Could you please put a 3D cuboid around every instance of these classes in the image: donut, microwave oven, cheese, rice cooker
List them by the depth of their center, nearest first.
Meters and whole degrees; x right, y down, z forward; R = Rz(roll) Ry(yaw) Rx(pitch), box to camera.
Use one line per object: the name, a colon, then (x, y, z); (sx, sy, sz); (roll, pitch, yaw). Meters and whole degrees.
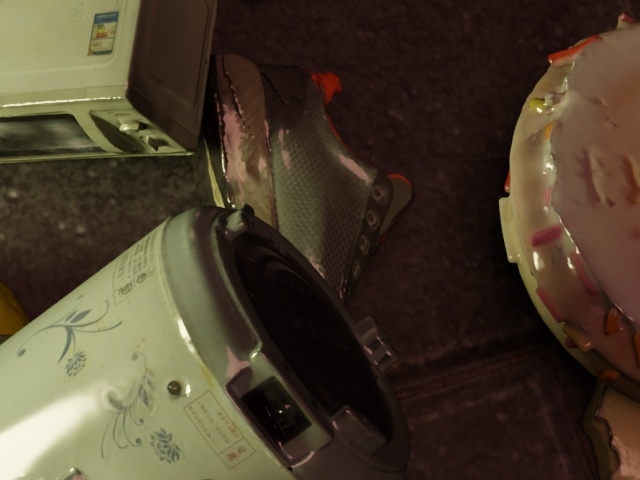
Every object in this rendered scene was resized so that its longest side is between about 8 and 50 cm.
rice cooker: (-0.104, 0.138, 1.040); (0.316, 0.316, 0.264); (-42, 103, -17)
microwave oven: (-0.199, -0.148, 1.231); (0.205, 0.129, 0.163); (0, 70, 25)
donut: (0.323, -0.014, 1.278); (0.382, 0.142, 0.383); (6, 61, -11)
cheese: (0.340, 0.192, 1.292); (0.255, 0.050, 0.127); (25, 72, -1)

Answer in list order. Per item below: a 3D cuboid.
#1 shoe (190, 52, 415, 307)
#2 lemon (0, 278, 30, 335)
shoe: (0.000, 0.000, 1.265); (0.171, 0.132, 0.337); (-6, 72, -20)
lemon: (-0.314, 0.083, 1.163); (0.207, 0.170, 0.170); (25, 72, 4)
